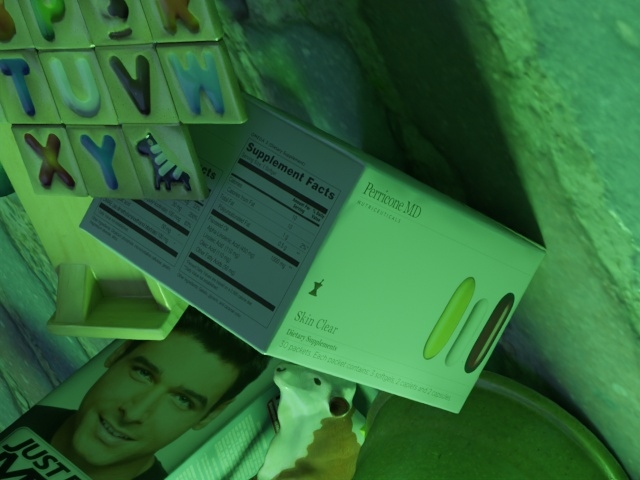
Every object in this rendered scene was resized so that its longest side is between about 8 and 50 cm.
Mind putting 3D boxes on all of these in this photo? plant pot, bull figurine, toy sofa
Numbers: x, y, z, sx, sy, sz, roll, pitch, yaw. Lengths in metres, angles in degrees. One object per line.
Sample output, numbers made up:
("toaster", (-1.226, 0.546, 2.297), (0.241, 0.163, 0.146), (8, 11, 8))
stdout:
("plant pot", (0.093, 0.288, 1.505), (0.276, 0.254, 0.276), (23, 137, 23))
("bull figurine", (-0.006, 0.261, 1.816), (0.310, 0.188, 0.101), (62, -179, -35))
("toy sofa", (-0.231, -0.089, 1.770), (0.150, 0.177, 0.362), (0, 128, 30))

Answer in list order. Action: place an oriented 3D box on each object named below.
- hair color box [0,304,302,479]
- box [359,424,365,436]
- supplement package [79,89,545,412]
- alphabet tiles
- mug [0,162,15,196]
("hair color box", (-0.203, 0.226, 1.845), (0.185, 0.374, 0.113), (32, 150, 35))
("box", (0.123, 0.219, 1.685), (0.178, 0.042, 0.109), (9, 134, 54))
("supplement package", (0.000, 0.000, 1.327), (0.204, 0.145, 0.262), (31, -174, 36))
("alphabet tiles", (-0.186, -0.181, 1.196), (0.285, 0.011, 0.342), (4, 120, 40))
("mug", (-0.371, -0.119, 1.982), (0.158, 0.097, 0.129), (38, 153, 24))
